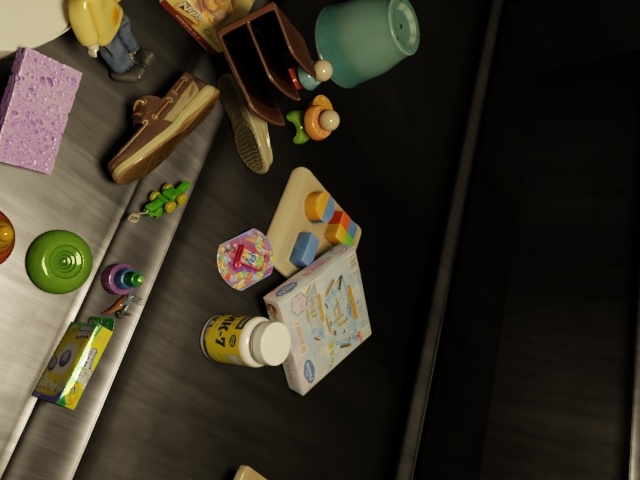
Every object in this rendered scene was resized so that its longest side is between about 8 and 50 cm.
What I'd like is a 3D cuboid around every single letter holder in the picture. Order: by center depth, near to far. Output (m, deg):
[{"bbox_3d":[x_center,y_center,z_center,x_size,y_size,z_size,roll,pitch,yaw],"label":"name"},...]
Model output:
[{"bbox_3d":[-0.103,-0.415,1.378,0.302,0.151,0.215,-26,94,-78],"label":"letter holder"}]

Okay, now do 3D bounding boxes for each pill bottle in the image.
[{"bbox_3d":[-0.179,0.239,1.325,0.119,0.208,0.119,6,83,-50],"label":"pill bottle"}]

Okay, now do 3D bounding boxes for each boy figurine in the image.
[{"bbox_3d":[-0.424,-0.454,1.090,0.285,0.092,0.177,79,28,-59],"label":"boy figurine"}]

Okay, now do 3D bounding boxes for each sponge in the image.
[{"bbox_3d":[-0.528,-0.235,1.026,0.117,0.031,0.210,18,88,-60],"label":"sponge"}]

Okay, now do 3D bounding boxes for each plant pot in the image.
[{"bbox_3d":[0.165,-0.650,1.768,0.271,0.255,0.272,4,85,-50],"label":"plant pot"}]

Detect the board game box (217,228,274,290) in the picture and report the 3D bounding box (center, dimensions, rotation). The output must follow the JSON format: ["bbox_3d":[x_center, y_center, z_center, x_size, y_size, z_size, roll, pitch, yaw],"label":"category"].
[{"bbox_3d":[-0.184,0.049,1.439,0.168,0.033,0.133,-28,103,-34],"label":"board game box"}]

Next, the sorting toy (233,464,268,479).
[{"bbox_3d":[-0.194,0.723,1.365,0.255,0.089,0.257,52,51,-34],"label":"sorting toy"}]

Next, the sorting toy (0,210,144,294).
[{"bbox_3d":[-0.486,0.032,1.037,0.365,0.126,0.127,27,67,-45],"label":"sorting toy"}]

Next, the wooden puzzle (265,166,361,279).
[{"bbox_3d":[0.000,0.000,1.658,0.348,0.080,0.322,43,57,-40],"label":"wooden puzzle"}]

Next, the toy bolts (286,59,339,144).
[{"bbox_3d":[0.002,-0.423,1.629,0.218,0.158,0.229,-36,114,-45],"label":"toy bolts"}]

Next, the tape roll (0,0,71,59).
[{"bbox_3d":[-0.614,-0.517,0.964,0.392,0.072,0.392,5,83,-51],"label":"tape roll"}]

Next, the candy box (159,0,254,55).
[{"bbox_3d":[-0.254,-0.652,1.392,0.183,0.087,0.317,41,57,-42],"label":"candy box"}]

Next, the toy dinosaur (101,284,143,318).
[{"bbox_3d":[-0.413,0.123,1.187,0.090,0.047,0.082,20,54,-37],"label":"toy dinosaur"}]

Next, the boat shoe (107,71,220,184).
[{"bbox_3d":[-0.367,-0.263,1.231,0.123,0.123,0.342,39,59,-6],"label":"boat shoe"}]

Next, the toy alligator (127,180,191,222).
[{"bbox_3d":[-0.363,-0.076,1.254,0.189,0.056,0.051,-45,161,-42],"label":"toy alligator"}]

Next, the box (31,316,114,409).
[{"bbox_3d":[-0.468,0.224,1.060,0.043,0.105,0.179,45,54,-39],"label":"box"}]

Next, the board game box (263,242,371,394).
[{"bbox_3d":[0.005,0.219,1.586,0.318,0.065,0.319,-33,123,-37],"label":"board game box"}]

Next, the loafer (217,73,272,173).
[{"bbox_3d":[-0.178,-0.309,1.449,0.092,0.101,0.269,-32,111,-40],"label":"loafer"}]
